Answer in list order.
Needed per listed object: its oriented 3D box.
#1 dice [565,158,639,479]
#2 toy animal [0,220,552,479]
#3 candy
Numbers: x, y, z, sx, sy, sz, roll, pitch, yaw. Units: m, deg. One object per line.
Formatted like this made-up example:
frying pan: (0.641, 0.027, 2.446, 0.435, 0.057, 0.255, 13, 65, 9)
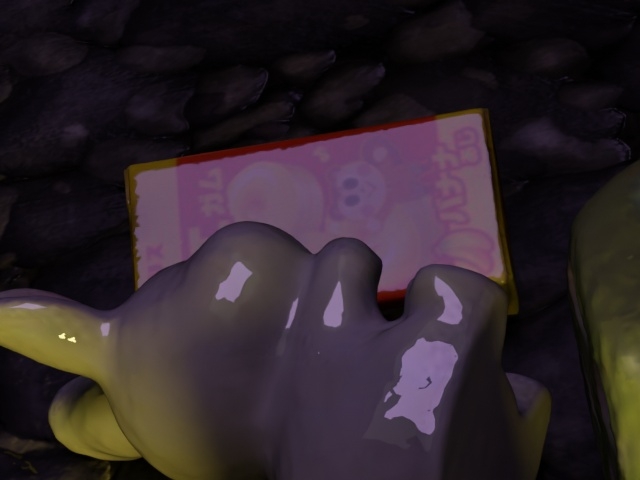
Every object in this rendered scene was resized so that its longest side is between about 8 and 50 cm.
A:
dice: (0.280, 0.090, 0.973, 0.250, 0.252, 0.254, -11, 36, 4)
toy animal: (-0.050, 0.112, 1.107, 0.368, 0.196, 0.241, 19, 60, 31)
candy: (0.000, 0.000, 1.274, 0.276, 0.088, 0.146, -10, 68, 7)
